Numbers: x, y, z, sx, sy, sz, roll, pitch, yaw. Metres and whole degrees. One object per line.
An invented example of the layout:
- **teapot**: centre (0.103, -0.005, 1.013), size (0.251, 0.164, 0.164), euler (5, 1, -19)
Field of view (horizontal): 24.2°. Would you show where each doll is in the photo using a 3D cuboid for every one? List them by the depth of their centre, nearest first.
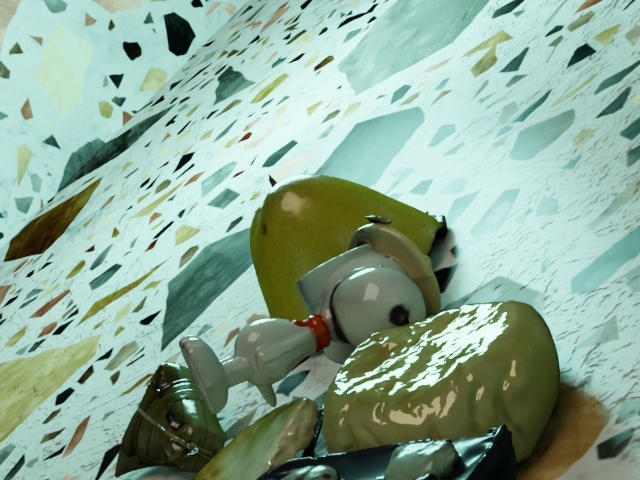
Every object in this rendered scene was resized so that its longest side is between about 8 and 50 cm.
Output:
- **doll**: centre (-0.010, 0.079, 1.560), size (0.271, 0.144, 0.208), euler (-20, 8, 7)

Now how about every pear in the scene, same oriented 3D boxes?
- **pear**: centre (-0.002, 0.001, 1.788), size (0.267, 0.178, 0.267), euler (-36, 23, 18)

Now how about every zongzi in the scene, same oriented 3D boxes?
- **zongzi**: centre (-0.181, 0.259, 1.729), size (0.178, 0.081, 0.189), euler (-56, 29, 16)

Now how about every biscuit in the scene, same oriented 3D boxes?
- **biscuit**: centre (-0.122, 0.293, 1.513), size (0.309, 0.040, 0.204), euler (-51, 12, -30)

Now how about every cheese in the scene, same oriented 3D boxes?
- **cheese**: centre (0.116, 0.138, 1.357), size (0.214, 0.117, 0.226), euler (-14, 26, 39)

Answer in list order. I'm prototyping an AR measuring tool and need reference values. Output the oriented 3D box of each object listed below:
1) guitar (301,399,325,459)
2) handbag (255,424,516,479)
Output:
- **guitar**: centre (-0.010, 0.228, 1.512), size (0.088, 0.025, 0.233), euler (-29, 21, 30)
- **handbag**: centre (-0.014, 0.269, 1.145), size (0.303, 0.122, 0.329), euler (-18, 9, 45)
